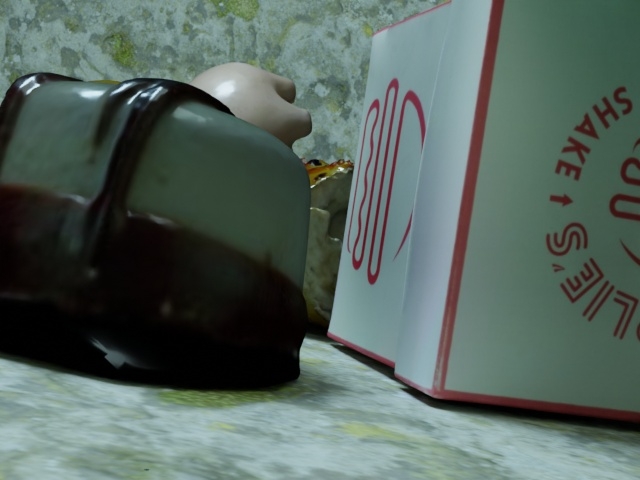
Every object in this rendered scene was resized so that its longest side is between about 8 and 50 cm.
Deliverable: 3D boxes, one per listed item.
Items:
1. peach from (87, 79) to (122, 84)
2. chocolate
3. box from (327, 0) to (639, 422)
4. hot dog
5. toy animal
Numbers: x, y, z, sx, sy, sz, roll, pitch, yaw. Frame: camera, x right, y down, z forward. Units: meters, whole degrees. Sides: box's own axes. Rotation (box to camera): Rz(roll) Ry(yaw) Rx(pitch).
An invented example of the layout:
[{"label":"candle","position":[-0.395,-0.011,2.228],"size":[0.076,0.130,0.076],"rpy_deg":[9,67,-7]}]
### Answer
[{"label":"peach","position":[-0.293,-0.082,1.287],"size":[0.251,0.251,0.153],"rpy_deg":[11,-35,49]},{"label":"chocolate","position":[-0.130,-0.018,0.740],"size":[0.283,0.186,0.283],"rpy_deg":[10,2,0]},{"label":"box","position":[0.202,-0.026,0.886],"size":[0.314,0.312,0.300],"rpy_deg":[9,1,-16]},{"label":"hot dog","position":[0.000,0.000,1.223],"size":[0.367,0.196,0.365],"rpy_deg":[12,-5,-42]},{"label":"toy animal","position":[-0.147,-0.084,1.440],"size":[0.269,0.326,0.237],"rpy_deg":[-9,43,-15]}]
